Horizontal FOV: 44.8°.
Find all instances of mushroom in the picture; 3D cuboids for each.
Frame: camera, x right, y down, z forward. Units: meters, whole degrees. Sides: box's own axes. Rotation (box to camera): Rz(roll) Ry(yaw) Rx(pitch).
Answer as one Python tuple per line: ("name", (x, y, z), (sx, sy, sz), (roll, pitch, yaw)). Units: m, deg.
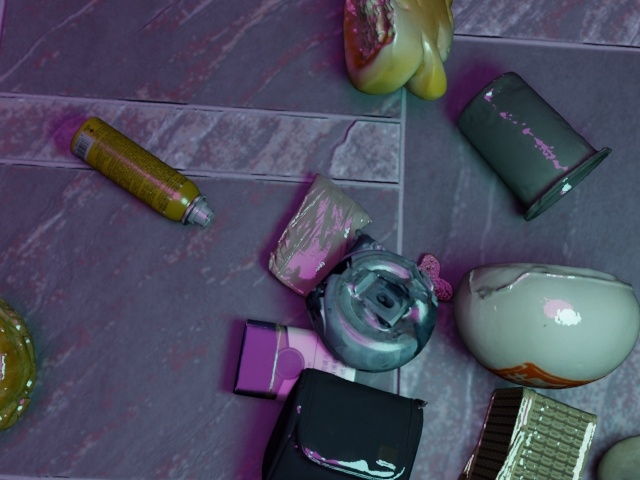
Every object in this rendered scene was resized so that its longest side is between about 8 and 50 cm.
("mushroom", (0.700, 0.502, 1.655), (0.227, 0.178, 0.226), (-3, 120, -5))

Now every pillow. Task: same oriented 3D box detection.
("pillow", (0.000, 0.000, 1.767), (0.173, 0.067, 0.270), (31, 78, -2))

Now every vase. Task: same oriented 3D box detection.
("vase", (0.473, -0.229, 1.767), (0.245, 0.245, 0.291), (-35, 77, -9))

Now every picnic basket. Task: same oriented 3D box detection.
("picnic basket", (0.413, 0.475, 1.613), (0.175, 0.228, 0.312), (21, 78, -1))

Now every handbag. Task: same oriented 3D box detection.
("handbag", (0.055, 0.425, 1.590), (0.302, 0.178, 0.275), (19, 106, -4))

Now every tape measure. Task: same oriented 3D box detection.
("tape measure", (0.111, 0.142, 1.652), (0.275, 0.147, 0.256), (39, 65, 9))

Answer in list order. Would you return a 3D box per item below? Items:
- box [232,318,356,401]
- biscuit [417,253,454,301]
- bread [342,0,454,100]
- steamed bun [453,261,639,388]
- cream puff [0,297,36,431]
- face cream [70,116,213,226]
("box", (-0.052, 0.274, 1.706), (0.259, 0.071, 0.168), (9, 79, -3))
("biscuit", (0.192, 0.116, 1.771), (0.205, 0.031, 0.138), (-26, 80, -8))
("bread", (0.182, -0.532, 1.749), (0.245, 0.329, 0.423), (3, 73, -3))
("steamed bun", (0.461, 0.184, 1.603), (0.375, 0.374, 0.241), (5, 80, -2))
("cream puff", (-0.749, 0.255, 1.592), (0.327, 0.231, 0.343), (-43, 90, -5))
("face cream", (-0.393, -0.143, 1.755), (0.349, 0.105, 0.105), (34, 79, 4))
